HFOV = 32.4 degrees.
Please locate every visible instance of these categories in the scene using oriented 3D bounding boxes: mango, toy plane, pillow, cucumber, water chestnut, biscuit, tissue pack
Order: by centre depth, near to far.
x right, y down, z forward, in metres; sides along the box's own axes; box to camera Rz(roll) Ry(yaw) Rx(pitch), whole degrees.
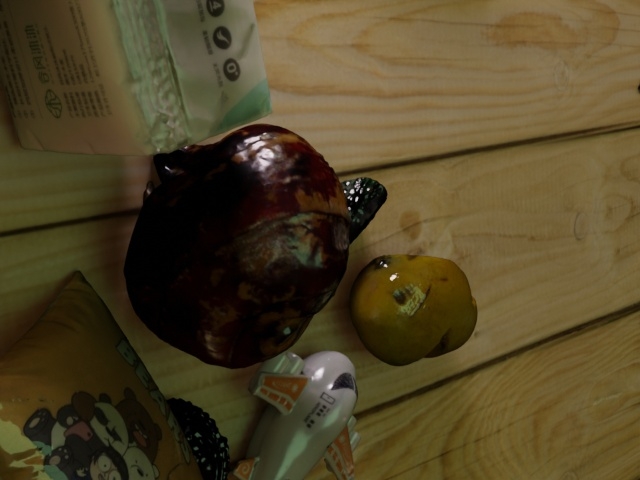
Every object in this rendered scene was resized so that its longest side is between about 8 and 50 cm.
[{"bbox_3d":[-0.218,-0.276,1.102,0.194,0.266,0.356,-27,114,-40],"label":"tissue pack"},{"bbox_3d":[-0.238,0.218,1.151,0.310,0.119,0.312,59,20,-10],"label":"pillow"},{"bbox_3d":[-0.099,0.000,1.270,0.244,0.289,0.289,24,77,-15],"label":"water chestnut"},{"bbox_3d":[-0.189,0.288,1.347,0.194,0.053,0.194,-6,98,-44],"label":"biscuit"},{"bbox_3d":[-0.023,0.254,1.467,0.245,0.117,0.244,-6,98,-43],"label":"toy plane"},{"bbox_3d":[-0.001,0.000,1.491,0.241,0.074,0.074,-48,125,-29],"label":"cucumber"},{"bbox_3d":[0.146,0.101,1.613,0.262,0.130,0.167,4,97,-50],"label":"mango"}]
